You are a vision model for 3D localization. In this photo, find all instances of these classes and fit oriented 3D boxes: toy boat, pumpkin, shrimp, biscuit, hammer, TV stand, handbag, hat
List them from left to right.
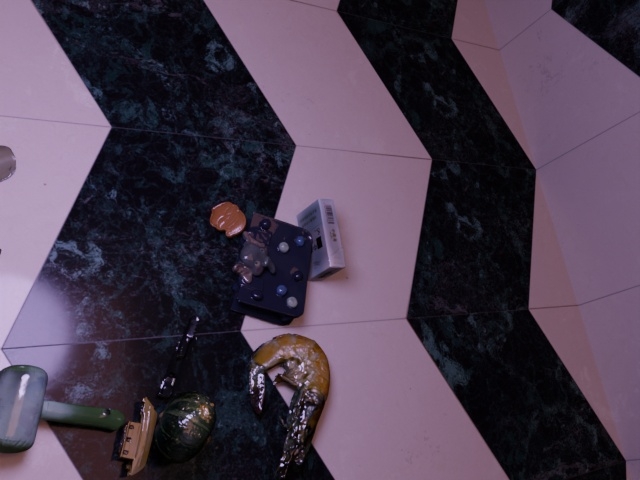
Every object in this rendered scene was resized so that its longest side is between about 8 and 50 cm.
[{"bbox_3d":[-0.902,-0.214,1.740,0.175,0.085,0.147,-31,87,-37],"label":"hat"},{"bbox_3d":[-0.642,0.429,1.622,0.335,0.118,0.207,19,62,-33],"label":"hammer"},{"bbox_3d":[-0.483,0.512,1.715,0.077,0.057,0.201,19,61,-19],"label":"toy boat"},{"bbox_3d":[-0.397,0.331,1.862,0.042,0.036,0.249,28,56,-19],"label":"TV stand"},{"bbox_3d":[-0.357,0.491,1.726,0.146,0.190,0.191,16,61,-19],"label":"pumpkin"},{"bbox_3d":[-0.295,-0.069,2.077,0.102,0.019,0.130,-43,67,-15],"label":"biscuit"},{"bbox_3d":[-0.165,0.083,2.079,0.268,0.118,0.326,19,58,-25],"label":"handbag"},{"bbox_3d":[-0.105,0.483,1.963,0.271,0.085,0.445,21,57,-18],"label":"shrimp"}]

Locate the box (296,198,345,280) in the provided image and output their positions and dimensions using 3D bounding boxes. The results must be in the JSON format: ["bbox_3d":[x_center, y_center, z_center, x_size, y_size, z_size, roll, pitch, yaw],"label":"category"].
[{"bbox_3d":[0.000,0.000,2.195,0.067,0.155,0.243,1,70,-31],"label":"box"}]
